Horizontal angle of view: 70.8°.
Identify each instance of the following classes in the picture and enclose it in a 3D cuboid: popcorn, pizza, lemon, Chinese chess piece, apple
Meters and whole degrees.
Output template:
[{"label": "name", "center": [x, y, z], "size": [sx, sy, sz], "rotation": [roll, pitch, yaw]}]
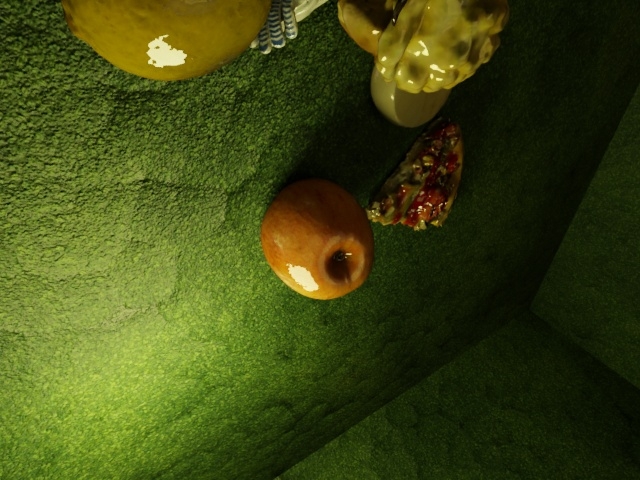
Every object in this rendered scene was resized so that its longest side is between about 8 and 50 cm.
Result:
[{"label": "popcorn", "center": [0.200, -0.477, 0.875], "size": [0.349, 0.349, 0.381], "rotation": [-53, 168, 7]}, {"label": "pizza", "center": [0.312, -0.140, 1.453], "size": [0.406, 0.130, 0.440], "rotation": [-32, 139, -21]}, {"label": "lemon", "center": [-0.217, -0.378, 0.641], "size": [0.297, 0.297, 0.297], "rotation": [-24, 136, -26]}, {"label": "Chinese chess piece", "center": [0.242, -0.422, 1.172], "size": [0.250, 0.097, 0.251], "rotation": [-25, 136, -27]}, {"label": "apple", "center": [0.000, 0.000, 1.172], "size": [0.299, 0.275, 0.299], "rotation": [-19, 130, -24]}]

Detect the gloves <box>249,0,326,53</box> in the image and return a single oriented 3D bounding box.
[{"label": "gloves", "center": [-0.057, -0.453, 0.875], "size": [0.229, 0.097, 0.119], "rotation": [-51, -173, -8]}]
